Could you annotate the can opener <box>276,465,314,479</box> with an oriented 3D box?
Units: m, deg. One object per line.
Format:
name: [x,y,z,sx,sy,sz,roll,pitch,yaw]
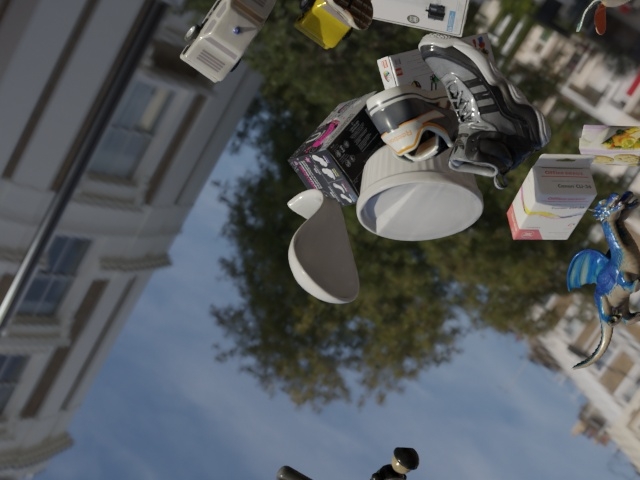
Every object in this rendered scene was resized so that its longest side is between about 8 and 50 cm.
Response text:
can opener: [0.035,0.500,1.876,0.283,0.095,0.076,29,-123,7]

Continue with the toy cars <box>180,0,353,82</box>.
toy cars: [-0.051,-0.387,1.812,0.394,0.176,0.087,-19,-156,-13]

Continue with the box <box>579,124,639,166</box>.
box: [0.693,-0.189,2.171,0.324,0.063,0.067,5,156,26]

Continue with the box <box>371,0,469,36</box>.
box: [0.167,-0.526,2.195,0.290,0.087,0.169,14,157,5]

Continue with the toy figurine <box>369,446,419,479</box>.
toy figurine: [0.186,0.535,2.120,0.209,0.148,0.213,38,-162,1]

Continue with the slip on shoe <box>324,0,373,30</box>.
slip on shoe: [0.038,-0.372,1.676,0.041,0.051,0.135,28,-175,32]

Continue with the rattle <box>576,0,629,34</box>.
rattle: [0.421,-0.409,1.568,0.142,0.130,0.199,59,170,10]

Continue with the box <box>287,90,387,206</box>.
box: [0.068,-0.212,2.524,0.163,0.142,0.247,55,-130,-20]

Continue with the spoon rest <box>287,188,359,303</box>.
spoon rest: [0.000,0.000,1.739,0.137,0.084,0.276,30,-154,-26]

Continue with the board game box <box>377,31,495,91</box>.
board game box: [0.289,-0.362,2.496,0.305,0.192,0.053,-18,-174,-31]

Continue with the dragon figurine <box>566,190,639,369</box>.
dragon figurine: [0.443,0.059,1.659,0.085,0.289,0.144,-9,-136,-29]

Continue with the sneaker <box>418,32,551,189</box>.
sneaker: [0.238,-0.204,1.723,0.268,0.153,0.101,41,164,-9]

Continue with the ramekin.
ramekin: [0.210,-0.114,2.306,0.273,0.273,0.127,19,-124,-35]

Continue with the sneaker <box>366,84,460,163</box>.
sneaker: [0.197,-0.210,1.988,0.321,0.126,0.127,-11,-103,-57]

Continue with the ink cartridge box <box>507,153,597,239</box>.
ink cartridge box: [0.438,-0.080,2.004,0.115,0.198,0.067,-1,-123,-11]
